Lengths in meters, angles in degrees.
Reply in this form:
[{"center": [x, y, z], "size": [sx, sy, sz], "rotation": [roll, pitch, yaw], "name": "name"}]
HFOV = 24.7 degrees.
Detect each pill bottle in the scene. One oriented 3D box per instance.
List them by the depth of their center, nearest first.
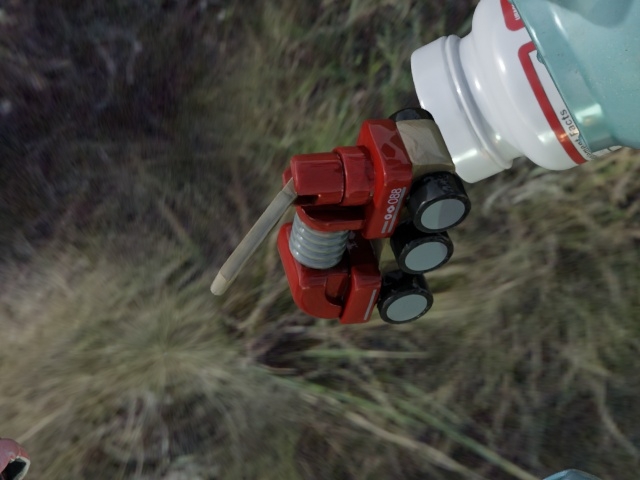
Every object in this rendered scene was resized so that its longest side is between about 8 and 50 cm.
[{"center": [0.322, -0.220, 1.666], "size": [0.408, 0.229, 0.229], "rotation": [-23, 88, 19], "name": "pill bottle"}]

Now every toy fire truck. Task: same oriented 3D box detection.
[{"center": [0.000, 0.000, 1.391], "size": [0.246, 0.217, 0.158], "rotation": [-4, 51, -18], "name": "toy fire truck"}]

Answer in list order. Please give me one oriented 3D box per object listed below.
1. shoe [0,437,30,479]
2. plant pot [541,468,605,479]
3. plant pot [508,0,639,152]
[{"center": [-0.209, 0.133, 0.790], "size": [0.081, 0.178, 0.063], "rotation": [34, 58, 2], "name": "shoe"}, {"center": [0.224, 0.325, 1.330], "size": [0.290, 0.290, 0.195], "rotation": [-29, 83, -7], "name": "plant pot"}, {"center": [0.275, -0.193, 1.240], "size": [0.196, 0.293, 0.293], "rotation": [-27, 89, 11], "name": "plant pot"}]
